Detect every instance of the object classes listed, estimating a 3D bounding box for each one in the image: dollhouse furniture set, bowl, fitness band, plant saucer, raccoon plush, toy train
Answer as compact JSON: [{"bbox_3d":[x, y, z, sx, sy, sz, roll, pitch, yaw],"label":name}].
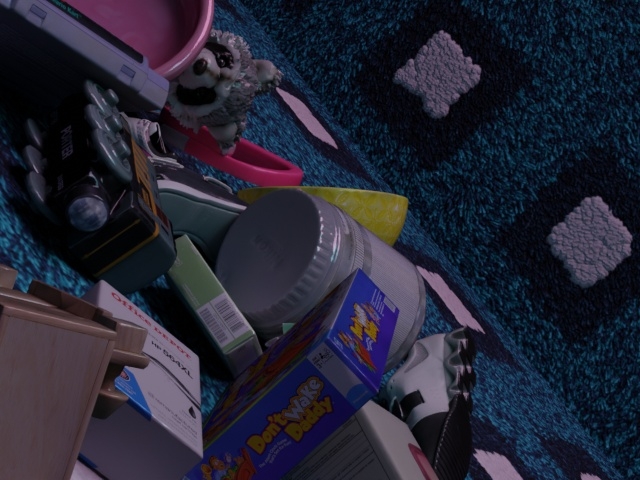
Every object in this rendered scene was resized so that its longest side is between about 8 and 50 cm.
[{"bbox_3d":[-0.342,0.103,1.155,0.303,0.174,0.355,19,-2,-41],"label":"dollhouse furniture set"},{"bbox_3d":[0.000,0.000,2.295,0.289,0.289,0.156,10,82,-70],"label":"bowl"},{"bbox_3d":[-0.161,-0.160,2.383,0.291,0.054,0.209,30,10,33],"label":"fitness band"},{"bbox_3d":[-0.329,-0.345,2.090,0.332,0.332,0.084,51,-21,19],"label":"plant saucer"},{"bbox_3d":[-0.210,-0.317,2.335,0.299,0.216,0.446,31,18,-3],"label":"raccoon plush"},{"bbox_3d":[-0.278,-0.072,1.733,0.190,0.142,0.334,54,5,-29],"label":"toy train"}]

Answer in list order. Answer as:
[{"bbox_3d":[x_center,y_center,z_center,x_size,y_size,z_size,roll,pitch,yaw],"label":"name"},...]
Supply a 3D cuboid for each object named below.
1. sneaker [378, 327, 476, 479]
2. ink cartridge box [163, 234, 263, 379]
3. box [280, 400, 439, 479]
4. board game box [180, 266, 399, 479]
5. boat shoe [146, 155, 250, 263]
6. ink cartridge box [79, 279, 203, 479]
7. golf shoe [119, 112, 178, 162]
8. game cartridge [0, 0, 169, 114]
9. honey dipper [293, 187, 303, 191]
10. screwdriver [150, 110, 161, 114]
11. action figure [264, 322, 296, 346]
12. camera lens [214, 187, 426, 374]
[{"bbox_3d":[0.163,0.282,2.178,0.330,0.146,0.122,-76,151,-50],"label":"sneaker"},{"bbox_3d":[-0.135,0.110,1.810,0.171,0.056,0.235,52,-11,22],"label":"ink cartridge box"},{"bbox_3d":[0.063,0.318,1.586,0.127,0.148,0.232,36,17,-43],"label":"box"},{"bbox_3d":[-0.030,0.168,1.547,0.078,0.233,0.347,47,12,-3],"label":"board game box"},{"bbox_3d":[-0.170,-0.045,2.028,0.302,0.114,0.091,32,22,-49],"label":"boat shoe"},{"bbox_3d":[-0.199,0.149,1.379,0.148,0.086,0.203,42,14,-21],"label":"ink cartridge box"},{"bbox_3d":[-0.278,-0.156,2.083,0.186,0.086,0.067,52,14,28],"label":"golf shoe"},{"bbox_3d":[-0.386,-0.259,1.784,0.355,0.230,0.068,32,61,-51],"label":"game cartridge"},{"bbox_3d":[-0.088,-0.027,2.137,0.030,0.160,0.030,44,12,-11],"label":"honey dipper"},{"bbox_3d":[-0.277,-0.225,2.484,0.024,0.025,0.170,51,22,17],"label":"screwdriver"},{"bbox_3d":[-0.001,0.232,1.823,0.232,0.063,0.137,62,4,21],"label":"action figure"},{"bbox_3d":[0.007,0.072,2.007,0.274,0.219,0.219,36,16,-42],"label":"camera lens"}]
